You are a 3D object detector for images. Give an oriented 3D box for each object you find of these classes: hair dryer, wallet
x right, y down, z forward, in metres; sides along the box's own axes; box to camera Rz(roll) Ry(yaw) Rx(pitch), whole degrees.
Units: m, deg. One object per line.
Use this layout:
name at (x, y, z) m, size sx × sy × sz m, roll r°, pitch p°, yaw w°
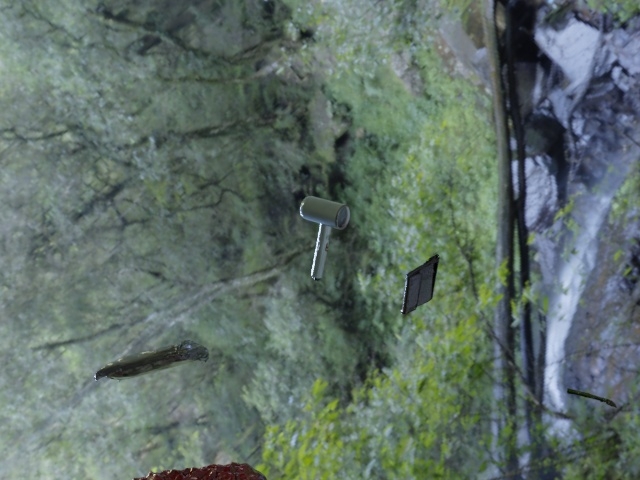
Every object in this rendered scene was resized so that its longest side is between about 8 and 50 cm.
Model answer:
hair dryer at (0.000, 0.000, 1.910) m, size 0.131 × 0.237 × 0.073 m, roll 16°, pitch -164°, yaw 30°
wallet at (0.327, 0.150, 2.191) m, size 0.039 × 0.132 × 0.243 m, roll 51°, pitch 160°, yaw 31°

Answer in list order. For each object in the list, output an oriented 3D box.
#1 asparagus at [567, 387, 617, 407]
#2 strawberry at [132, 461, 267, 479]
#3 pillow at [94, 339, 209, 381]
asparagus at (0.638, 0.369, 1.580) m, size 0.114 × 0.014 × 0.015 m, roll 11°, pitch 118°, yaw 36°
strawberry at (-0.237, 0.490, 1.091) m, size 0.267 × 0.351 × 0.312 m, roll 58°, pitch 157°, yaw -6°
pillow at (-0.392, 0.282, 1.583) m, size 0.169 × 0.254 × 0.059 m, roll 44°, pitch -148°, yaw -77°
